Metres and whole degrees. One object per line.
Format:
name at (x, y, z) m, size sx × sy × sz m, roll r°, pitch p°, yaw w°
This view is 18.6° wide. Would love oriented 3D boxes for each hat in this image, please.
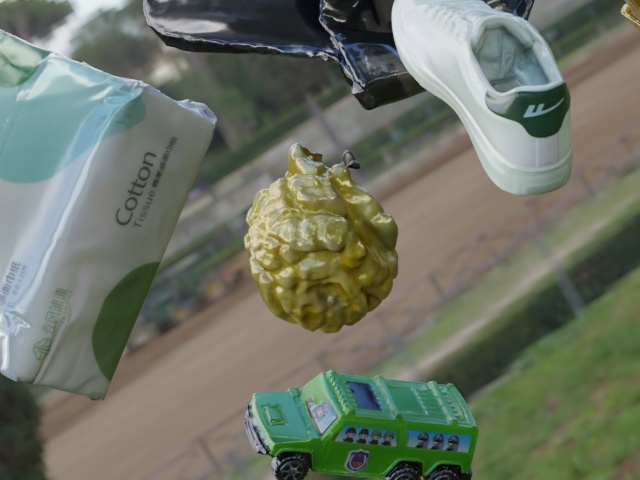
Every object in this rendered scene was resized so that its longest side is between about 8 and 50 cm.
hat at (0.016, -0.300, 2.007) m, size 0.257 × 0.366 × 0.381 m, roll 18°, pitch -11°, yaw -37°

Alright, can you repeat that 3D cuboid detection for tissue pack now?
tissue pack at (-0.308, -0.034, 2.200) m, size 0.194 × 0.266 × 0.356 m, roll 22°, pitch -89°, yaw -52°

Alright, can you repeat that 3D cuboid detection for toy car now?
toy car at (0.030, 0.131, 1.364) m, size 0.071 × 0.165 × 0.062 m, roll -118°, pitch 41°, yaw -54°

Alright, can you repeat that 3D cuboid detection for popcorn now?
popcorn at (0.000, 0.000, 1.924) m, size 0.170 × 0.180 × 0.180 m, roll -50°, pitch 3°, yaw 1°

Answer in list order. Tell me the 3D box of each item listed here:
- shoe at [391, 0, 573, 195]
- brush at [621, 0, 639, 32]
shoe at (0.136, -0.157, 1.597) m, size 0.095 × 0.265 × 0.110 m, roll -17°, pitch -42°, yaw -15°
brush at (0.198, -0.171, 1.303) m, size 0.013 × 0.272 × 0.103 m, roll -48°, pitch 39°, yaw 4°
